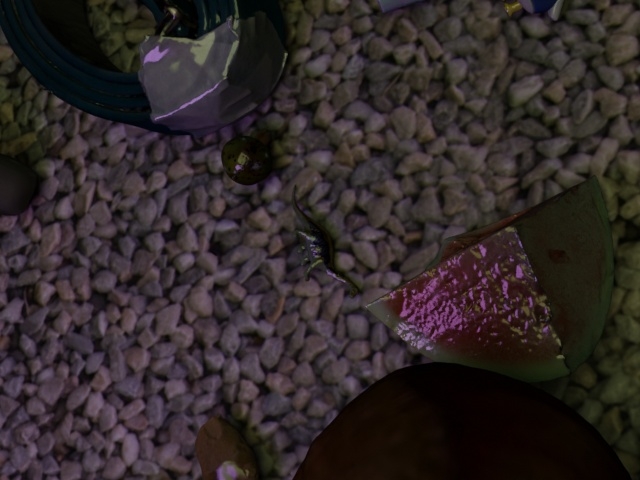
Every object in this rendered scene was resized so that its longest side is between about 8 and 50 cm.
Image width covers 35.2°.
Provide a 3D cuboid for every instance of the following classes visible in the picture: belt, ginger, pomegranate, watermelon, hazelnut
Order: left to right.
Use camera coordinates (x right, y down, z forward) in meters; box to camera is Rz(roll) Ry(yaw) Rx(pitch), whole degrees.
[{"bbox_3d":[-0.259,-0.317,1.414,0.437,0.173,0.300,34,102,24],"label":"belt"},{"bbox_3d":[-0.124,0.324,1.319,0.095,0.069,0.190,0,81,14],"label":"ginger"},{"bbox_3d":[-0.093,-0.114,1.380,0.085,0.073,0.073,-34,72,-5],"label":"pomegranate"},{"bbox_3d":[0.151,0.345,1.080,0.421,0.353,0.420,0,85,-1],"label":"hazelnut"},{"bbox_3d":[0.210,0.049,1.189,0.260,0.176,0.256,-25,41,29],"label":"watermelon"}]

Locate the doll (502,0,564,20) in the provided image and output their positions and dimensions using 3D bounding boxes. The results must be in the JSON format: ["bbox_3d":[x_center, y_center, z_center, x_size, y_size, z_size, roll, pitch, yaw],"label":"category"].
[{"bbox_3d":[0.298,-0.333,1.283,0.143,0.057,0.098,-25,96,13],"label":"doll"}]

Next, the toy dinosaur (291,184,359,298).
[{"bbox_3d":[-0.013,0.008,1.349,0.058,0.037,0.180,-26,80,-11],"label":"toy dinosaur"}]

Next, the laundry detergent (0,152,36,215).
[{"bbox_3d":[-0.534,-0.105,1.431,0.181,0.253,0.091,19,89,21],"label":"laundry detergent"}]

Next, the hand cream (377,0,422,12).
[{"bbox_3d":[0.156,-0.355,1.346,0.174,0.047,0.076,-21,75,6],"label":"hand cream"}]
